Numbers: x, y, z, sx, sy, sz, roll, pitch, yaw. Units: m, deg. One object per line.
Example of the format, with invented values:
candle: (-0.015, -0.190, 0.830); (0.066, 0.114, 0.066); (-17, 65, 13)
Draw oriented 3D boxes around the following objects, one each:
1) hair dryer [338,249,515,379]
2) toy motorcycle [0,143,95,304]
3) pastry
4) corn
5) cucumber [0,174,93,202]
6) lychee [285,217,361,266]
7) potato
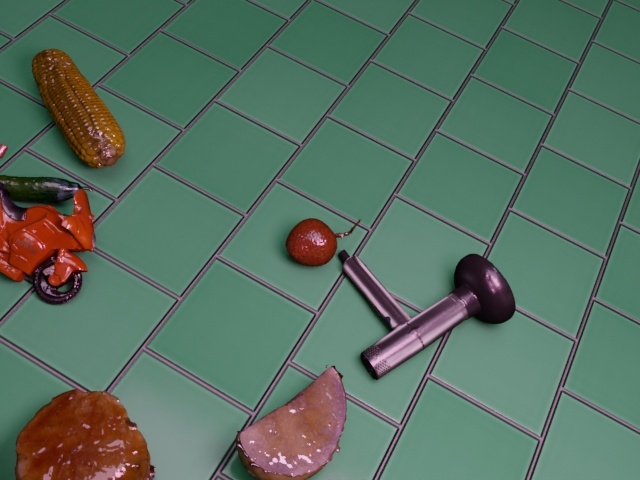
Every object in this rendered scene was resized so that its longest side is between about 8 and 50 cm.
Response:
hair dryer: (0.187, 0.092, 1.444); (0.320, 0.156, 0.284); (-22, 73, -14)
toy motorcycle: (-0.574, -0.037, 1.390); (0.325, 0.148, 0.221); (32, 80, 0)
pastry: (-0.386, 0.357, 1.184); (0.228, 0.100, 0.219); (16, 51, 6)
corn: (-0.542, -0.295, 1.586); (0.120, 0.120, 0.363); (-23, 60, -24)
cucumber: (-0.604, -0.108, 1.484); (0.250, 0.056, 0.056); (3, 56, -6)
lychee: (-0.004, 0.004, 1.489); (0.140, 0.114, 0.101); (6, 81, -25)
potato: (-0.034, 0.346, 1.259); (0.243, 0.098, 0.138); (-30, 70, -33)
